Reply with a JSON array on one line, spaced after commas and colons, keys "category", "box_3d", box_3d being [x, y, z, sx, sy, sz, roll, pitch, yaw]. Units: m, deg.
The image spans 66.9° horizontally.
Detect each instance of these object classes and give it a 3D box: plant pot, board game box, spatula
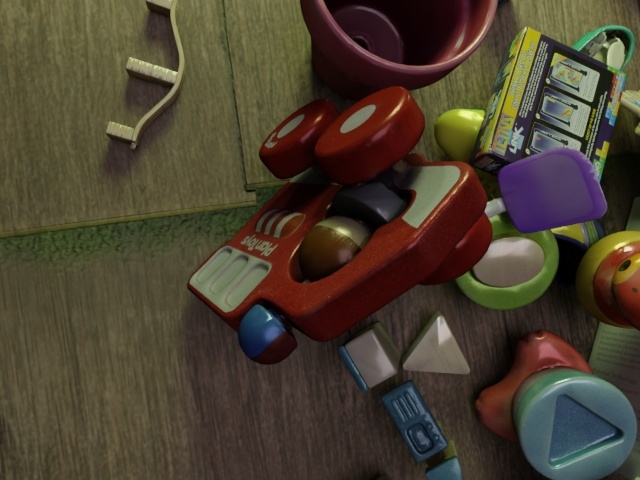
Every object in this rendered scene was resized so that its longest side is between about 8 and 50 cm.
[{"category": "plant pot", "box_3d": [0.068, -0.255, 0.559, 0.201, 0.180, 0.202, 1, 87, -11]}, {"category": "board game box", "box_3d": [0.269, -0.143, 0.571, 0.141, 0.048, 0.170, 22, 78, -5]}, {"category": "spatula", "box_3d": [0.154, -0.021, 0.555, 0.296, 0.030, 0.084, -20, 95, 25]}]

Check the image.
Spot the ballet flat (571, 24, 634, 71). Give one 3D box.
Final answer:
[{"category": "ballet flat", "box_3d": [0.341, -0.205, 0.660, 0.083, 0.087, 0.247, 41, 80, -7]}]

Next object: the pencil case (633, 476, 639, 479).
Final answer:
[{"category": "pencil case", "box_3d": [0.432, 0.422, 0.558, 0.410, 0.160, 0.184, 32, 103, -25]}]

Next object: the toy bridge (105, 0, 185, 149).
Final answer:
[{"category": "toy bridge", "box_3d": [-0.198, -0.198, 0.579, 0.063, 0.026, 0.188, 15, 84, -12]}]

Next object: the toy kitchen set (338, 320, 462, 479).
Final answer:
[{"category": "toy kitchen set", "box_3d": [0.048, 0.226, 0.552, 0.166, 0.122, 0.207, -32, 79, 7]}]

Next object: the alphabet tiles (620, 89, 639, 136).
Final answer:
[{"category": "alphabet tiles", "box_3d": [0.511, -0.114, 0.623, 0.284, 0.021, 0.278, -13, 51, -40]}]

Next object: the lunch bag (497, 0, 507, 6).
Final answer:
[{"category": "lunch bag", "box_3d": [0.234, -0.372, 0.657, 0.065, 0.067, 0.098, -34, 93, -12]}]

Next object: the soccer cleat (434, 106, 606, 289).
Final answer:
[{"category": "soccer cleat", "box_3d": [0.255, -0.053, 0.623, 0.289, 0.093, 0.121, 41, 62, -9]}]

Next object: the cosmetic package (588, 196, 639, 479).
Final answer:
[{"category": "cosmetic package", "box_3d": [0.510, 0.142, 0.642, 0.217, 0.156, 0.385, 23, 81, -10]}]

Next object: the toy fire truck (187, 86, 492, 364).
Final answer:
[{"category": "toy fire truck", "box_3d": [0.000, 0.000, 0.479, 0.254, 0.302, 0.169, -48, 118, -13]}]

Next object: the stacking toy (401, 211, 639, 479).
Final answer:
[{"category": "stacking toy", "box_3d": [0.264, 0.113, 0.551, 0.279, 0.130, 0.309, 23, 100, -1]}]
